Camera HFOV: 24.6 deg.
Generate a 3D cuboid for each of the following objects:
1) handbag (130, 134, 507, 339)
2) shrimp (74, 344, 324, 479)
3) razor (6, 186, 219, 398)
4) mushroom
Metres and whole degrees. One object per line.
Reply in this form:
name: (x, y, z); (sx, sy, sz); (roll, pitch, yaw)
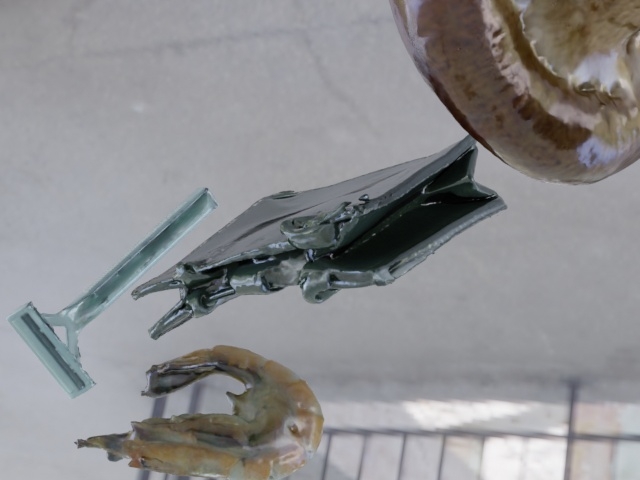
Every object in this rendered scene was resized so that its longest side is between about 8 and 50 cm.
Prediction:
handbag: (0.000, -0.002, 1.234); (0.247, 0.079, 0.260); (-17, -173, 35)
shrimp: (-0.120, 0.173, 1.514); (0.254, 0.145, 0.059); (8, 159, -7)
razor: (-0.208, 0.037, 1.566); (0.056, 0.278, 0.111); (-15, 116, 51)
mushroom: (0.160, -0.190, 1.020); (0.267, 0.267, 0.254); (15, 140, -9)
